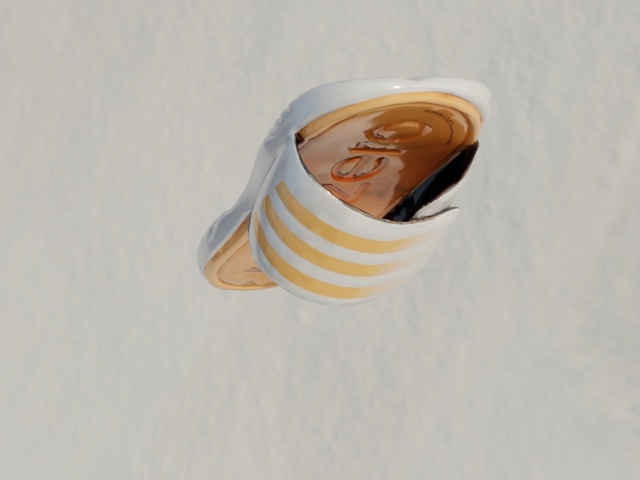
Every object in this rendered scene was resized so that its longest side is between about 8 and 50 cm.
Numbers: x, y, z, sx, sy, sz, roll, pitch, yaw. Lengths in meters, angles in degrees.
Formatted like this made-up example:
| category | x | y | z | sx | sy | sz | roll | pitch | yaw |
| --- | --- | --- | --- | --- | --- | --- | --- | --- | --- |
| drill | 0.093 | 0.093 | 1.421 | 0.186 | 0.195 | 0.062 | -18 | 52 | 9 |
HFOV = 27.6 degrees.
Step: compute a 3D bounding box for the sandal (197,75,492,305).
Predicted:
| category | x | y | z | sx | sy | sz | roll | pitch | yaw |
| --- | --- | --- | --- | --- | --- | --- | --- | --- | --- |
| sandal | 0.010 | 0.000 | 0.644 | 0.265 | 0.101 | 0.076 | 133 | 131 | -61 |
